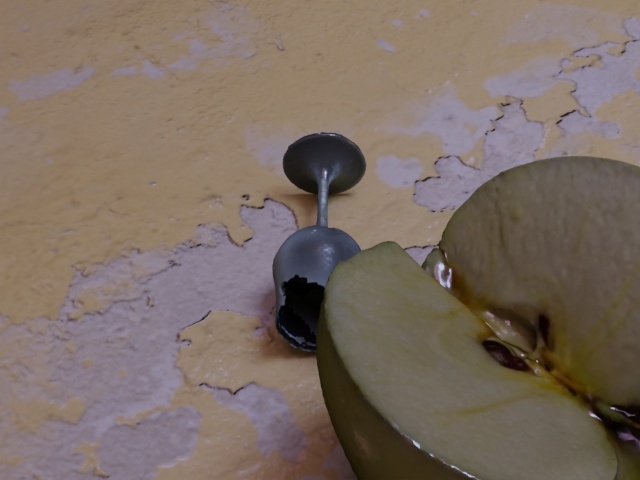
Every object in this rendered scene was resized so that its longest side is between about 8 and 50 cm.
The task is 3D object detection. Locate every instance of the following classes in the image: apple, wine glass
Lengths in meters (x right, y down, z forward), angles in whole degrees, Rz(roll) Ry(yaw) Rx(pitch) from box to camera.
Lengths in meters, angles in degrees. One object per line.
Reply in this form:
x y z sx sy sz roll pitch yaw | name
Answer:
0.153 0.100 0.932 0.295 0.233 0.258 -38 41 -16 | apple
0.000 0.000 1.134 0.079 0.079 0.195 0 46 2 | wine glass
